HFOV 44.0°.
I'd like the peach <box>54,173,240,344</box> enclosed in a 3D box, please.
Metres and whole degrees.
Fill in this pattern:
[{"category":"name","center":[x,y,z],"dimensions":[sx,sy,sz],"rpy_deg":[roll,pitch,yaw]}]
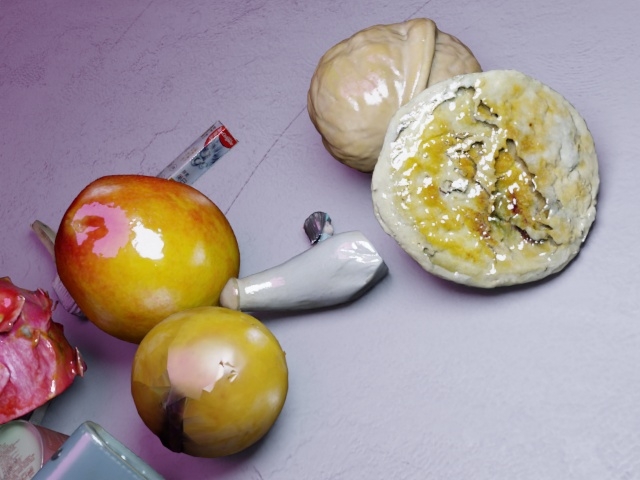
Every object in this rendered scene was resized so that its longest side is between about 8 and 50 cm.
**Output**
[{"category":"peach","center":[-0.292,0.026,1.318],"dimensions":[0.308,0.332,0.307],"rpy_deg":[-10,65,23]}]

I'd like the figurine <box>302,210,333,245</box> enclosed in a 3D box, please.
[{"category":"figurine","center":[0.000,0.000,1.356],"dimensions":[0.060,0.047,0.106],"rpy_deg":[-49,45,42]}]

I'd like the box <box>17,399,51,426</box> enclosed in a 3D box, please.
[{"category":"box","center":[-0.570,0.328,1.460],"dimensions":[0.129,0.033,0.247],"rpy_deg":[4,61,30]}]

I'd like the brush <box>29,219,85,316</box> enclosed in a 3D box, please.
[{"category":"brush","center":[-0.529,0.056,1.607],"dimensions":[0.065,0.070,0.327],"rpy_deg":[-51,47,3]}]

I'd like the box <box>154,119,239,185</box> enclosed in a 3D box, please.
[{"category":"box","center":[-0.265,-0.150,1.600],"dimensions":[0.218,0.055,0.039],"rpy_deg":[-43,50,-2]}]

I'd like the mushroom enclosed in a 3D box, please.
[{"category":"mushroom","center":[-0.025,0.067,1.268],"dimensions":[0.270,0.118,0.103],"rpy_deg":[-21,66,10]}]

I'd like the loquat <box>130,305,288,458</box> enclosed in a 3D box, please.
[{"category":"loquat","center":[-0.162,0.209,1.178],"dimensions":[0.235,0.235,0.235],"rpy_deg":[-15,53,20]}]

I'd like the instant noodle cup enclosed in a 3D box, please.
[{"category":"instant noodle cup","center":[-0.450,0.396,1.249],"dimensions":[0.235,0.178,0.234],"rpy_deg":[-15,51,19]}]

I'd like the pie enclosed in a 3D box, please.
[{"category":"pie","center":[0.242,-0.088,1.139],"dimensions":[0.339,0.339,0.077],"rpy_deg":[-43,6,-3]}]

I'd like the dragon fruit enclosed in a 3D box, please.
[{"category":"dragon fruit","center":[-0.602,0.175,1.307],"dimensions":[0.386,0.249,0.371],"rpy_deg":[-13,14,-13]}]

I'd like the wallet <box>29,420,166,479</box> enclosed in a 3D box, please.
[{"category":"wallet","center":[-0.361,0.468,1.121],"dimensions":[0.360,0.252,0.083],"rpy_deg":[-49,15,-12]}]

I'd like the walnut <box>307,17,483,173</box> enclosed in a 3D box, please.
[{"category":"walnut","center":[0.126,-0.221,1.289],"dimensions":[0.296,0.285,0.285],"rpy_deg":[9,59,-3]}]
